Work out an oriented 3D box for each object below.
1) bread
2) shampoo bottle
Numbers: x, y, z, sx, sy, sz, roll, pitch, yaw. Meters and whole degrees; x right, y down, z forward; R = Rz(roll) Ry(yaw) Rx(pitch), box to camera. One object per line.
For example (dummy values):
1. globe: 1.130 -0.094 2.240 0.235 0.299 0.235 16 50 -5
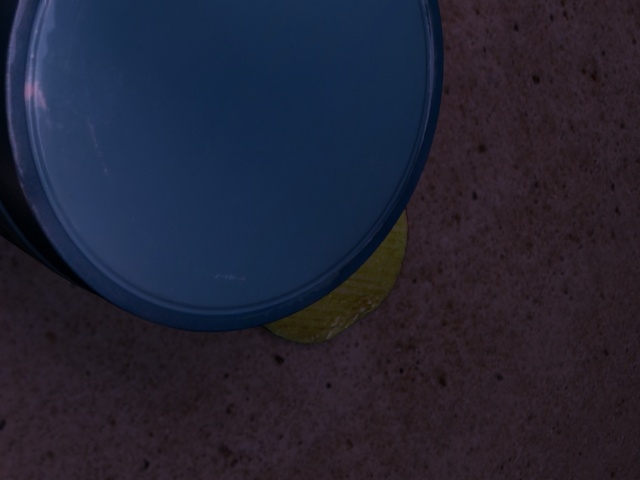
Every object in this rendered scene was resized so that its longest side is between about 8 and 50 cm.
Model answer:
1. bread: 0.000 0.000 1.176 0.228 0.033 0.228 -11 108 -36
2. shampoo bottle: -0.142 -0.134 0.831 0.331 0.342 0.331 -11 109 -34
